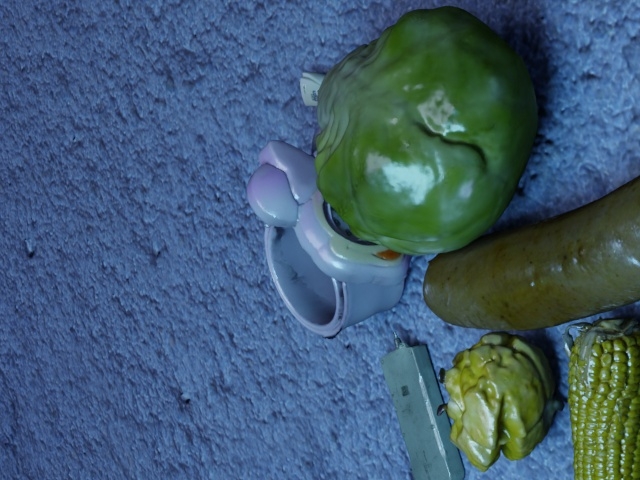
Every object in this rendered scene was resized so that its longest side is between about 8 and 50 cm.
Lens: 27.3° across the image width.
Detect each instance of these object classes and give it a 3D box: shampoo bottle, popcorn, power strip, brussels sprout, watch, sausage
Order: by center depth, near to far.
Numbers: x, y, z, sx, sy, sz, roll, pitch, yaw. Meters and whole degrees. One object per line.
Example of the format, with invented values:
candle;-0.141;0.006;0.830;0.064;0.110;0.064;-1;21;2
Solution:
sausage;0.277;0.022;1.449;0.501;0.123;0.136;-25;67;52
brussels sprout;0.111;-0.120;1.535;0.317;0.243;0.273;-11;83;54
popcorn;0.209;0.190;1.559;0.152;0.148;0.167;8;90;20
power strip;0.134;0.229;1.756;0.080;0.029;0.226;-27;77;53
watch;0.000;0.000;1.762;0.248;0.211;0.217;55;145;17
shampoo bottle;0.026;-0.204;1.799;0.141;0.034;0.049;12;101;49

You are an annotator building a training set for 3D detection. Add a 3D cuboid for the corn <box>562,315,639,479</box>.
corn;0.323;0.229;1.454;0.106;0.106;0.293;6;102;52
